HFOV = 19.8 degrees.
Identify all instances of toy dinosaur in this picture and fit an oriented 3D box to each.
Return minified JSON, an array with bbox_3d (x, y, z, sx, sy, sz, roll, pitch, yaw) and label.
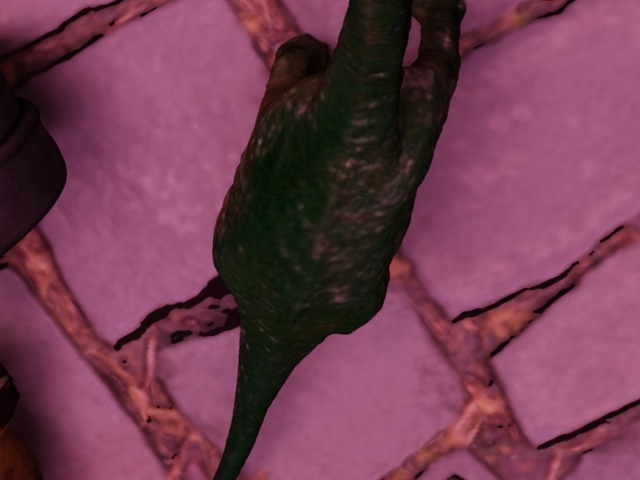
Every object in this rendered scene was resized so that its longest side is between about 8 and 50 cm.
[{"bbox_3d":[0.000,0.000,0.738,0.087,0.301,0.447,14,115,-3],"label":"toy dinosaur"}]

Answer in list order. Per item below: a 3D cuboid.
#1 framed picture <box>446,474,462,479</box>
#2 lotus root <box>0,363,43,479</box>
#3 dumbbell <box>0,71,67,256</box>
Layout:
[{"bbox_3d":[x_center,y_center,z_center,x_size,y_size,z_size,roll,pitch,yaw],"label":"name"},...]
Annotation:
[{"bbox_3d":[0.114,0.272,1.014,0.274,0.017,0.217,34,115,-10],"label":"framed picture"},{"bbox_3d":[-0.217,0.156,0.934,0.145,0.128,0.260,20,122,-18],"label":"lotus root"},{"bbox_3d":[-0.253,-0.102,0.782,0.185,0.185,0.388,-23,110,16],"label":"dumbbell"}]
